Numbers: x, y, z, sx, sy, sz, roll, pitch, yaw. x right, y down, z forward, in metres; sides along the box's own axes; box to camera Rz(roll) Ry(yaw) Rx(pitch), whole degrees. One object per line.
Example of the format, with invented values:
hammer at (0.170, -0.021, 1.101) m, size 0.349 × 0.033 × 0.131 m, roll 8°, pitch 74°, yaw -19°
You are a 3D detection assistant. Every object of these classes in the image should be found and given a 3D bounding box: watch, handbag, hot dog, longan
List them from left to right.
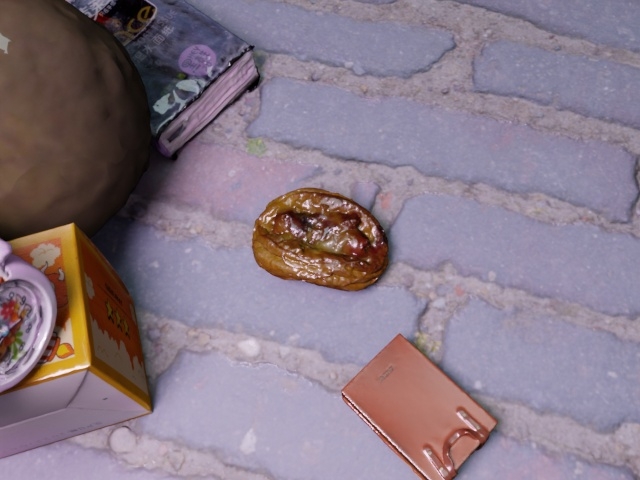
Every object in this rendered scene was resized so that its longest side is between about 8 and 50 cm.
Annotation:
watch at (-0.428, 0.079, 0.609) m, size 0.231 × 0.196 × 0.244 m, roll 18°, pitch 68°, yaw 18°
longan at (-0.447, -0.155, 0.885) m, size 0.404 × 0.436 × 0.404 m, roll 7°, pitch 71°, yaw -20°
hot dog at (-0.001, 0.003, 0.971) m, size 0.226 × 0.099 × 0.160 m, roll 10°, pitch 65°, yaw 4°
handbag at (0.139, 0.243, 0.865) m, size 0.127 × 0.063 × 0.190 m, roll -40°, pitch 66°, yaw -17°

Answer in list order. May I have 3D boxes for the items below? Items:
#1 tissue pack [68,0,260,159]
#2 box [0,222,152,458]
tissue pack at (-0.329, -0.342, 1.140) m, size 0.361 × 0.122 × 0.259 m, roll 38°, pitch 73°, yaw 16°
box at (-0.410, 0.148, 0.816) m, size 0.283 × 0.259 × 0.214 m, roll -16°, pitch 62°, yaw -7°
